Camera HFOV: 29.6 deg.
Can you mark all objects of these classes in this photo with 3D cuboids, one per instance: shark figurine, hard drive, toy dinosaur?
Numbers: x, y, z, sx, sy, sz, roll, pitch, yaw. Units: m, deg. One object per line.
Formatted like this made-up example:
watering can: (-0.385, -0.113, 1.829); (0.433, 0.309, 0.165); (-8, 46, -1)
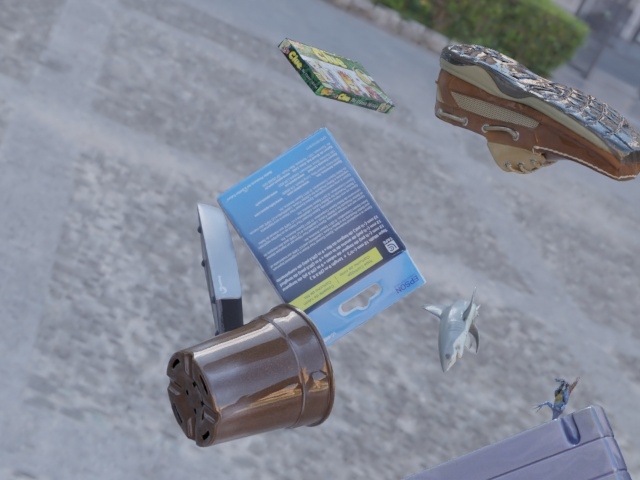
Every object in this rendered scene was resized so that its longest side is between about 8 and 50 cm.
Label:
shark figurine: (0.261, 0.152, 2.425); (0.116, 0.166, 0.278); (12, 9, 14)
hard drive: (-0.175, 0.068, 2.125); (0.054, 0.172, 0.254); (-8, 41, -8)
toy dinosaur: (0.397, 0.271, 1.985); (0.090, 0.082, 0.047); (-3, 10, -24)

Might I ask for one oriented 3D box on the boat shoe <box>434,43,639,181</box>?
boat shoe: (0.272, -0.147, 1.561); (0.123, 0.120, 0.324); (-4, 30, -42)

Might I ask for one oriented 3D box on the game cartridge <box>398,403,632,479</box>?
game cartridge: (0.178, 0.345, 1.296); (0.068, 0.355, 0.230); (12, 55, -64)

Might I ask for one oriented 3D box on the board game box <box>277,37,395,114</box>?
board game box: (0.034, -0.314, 2.330); (0.136, 0.030, 0.260); (51, 23, 24)

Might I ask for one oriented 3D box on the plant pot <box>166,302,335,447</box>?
plant pot: (-0.096, 0.180, 1.537); (0.165, 0.167, 0.167); (-14, 40, -32)

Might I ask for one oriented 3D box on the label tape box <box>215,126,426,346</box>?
label tape box: (0.000, 0.000, 2.283); (0.347, 0.249, 0.115); (57, -4, 1)
